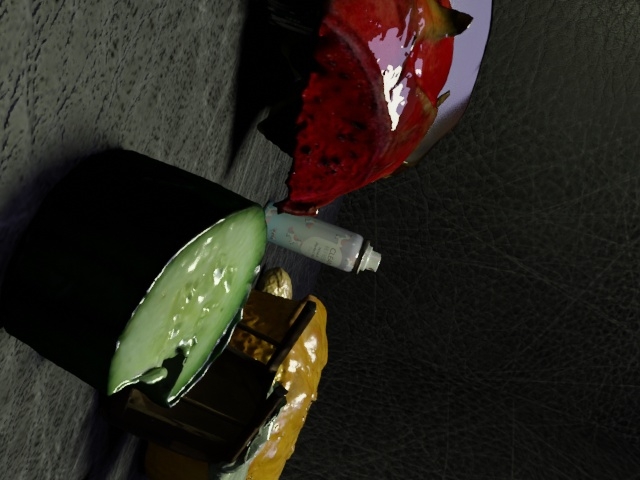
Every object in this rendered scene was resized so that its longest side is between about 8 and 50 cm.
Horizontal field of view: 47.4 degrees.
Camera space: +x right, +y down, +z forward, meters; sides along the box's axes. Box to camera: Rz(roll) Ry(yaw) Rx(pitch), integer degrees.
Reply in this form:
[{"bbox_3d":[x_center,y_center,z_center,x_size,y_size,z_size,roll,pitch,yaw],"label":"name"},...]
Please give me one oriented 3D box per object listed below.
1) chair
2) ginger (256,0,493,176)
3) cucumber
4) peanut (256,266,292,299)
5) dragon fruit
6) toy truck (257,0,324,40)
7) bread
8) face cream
[{"bbox_3d":[-0.135,0.184,0.830,0.160,0.186,0.319,-67,-177,-48],"label":"chair"},{"bbox_3d":[0.044,-0.272,1.033,0.359,0.211,0.413,-9,130,-36],"label":"ginger"},{"bbox_3d":[-0.131,0.025,0.547,0.191,0.130,0.191,20,90,-81],"label":"cucumber"},{"bbox_3d":[-0.110,0.144,1.623,0.093,0.083,0.194,-60,170,-68],"label":"peanut"},{"bbox_3d":[0.089,-0.175,0.877,0.282,0.100,0.343,-37,156,-31],"label":"dragon fruit"},{"bbox_3d":[0.013,-0.356,0.783,0.121,0.088,0.258,80,29,-84],"label":"toy truck"},{"bbox_3d":[-0.124,0.263,1.180,0.398,0.216,0.397,21,90,-87],"label":"bread"},{"bbox_3d":[0.000,0.000,1.337,0.075,0.230,0.075,20,90,-85],"label":"face cream"}]
